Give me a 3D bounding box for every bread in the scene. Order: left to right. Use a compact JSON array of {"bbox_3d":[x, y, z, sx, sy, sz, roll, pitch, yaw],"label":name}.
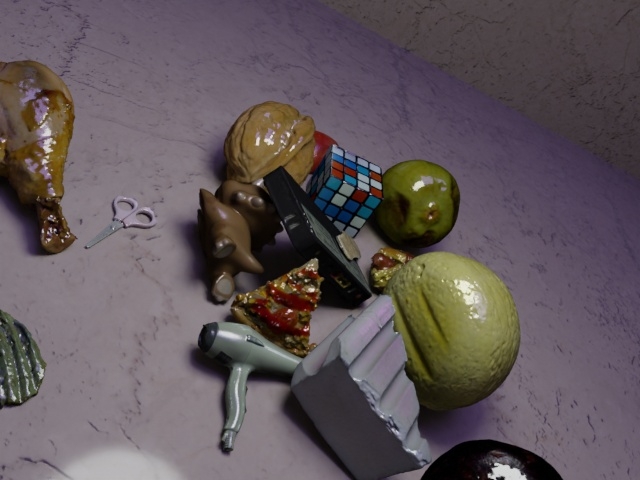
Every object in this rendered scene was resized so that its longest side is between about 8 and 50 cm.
[{"bbox_3d":[0.254,0.181,1.289,0.237,0.320,0.321,18,36,-47],"label":"bread"}]

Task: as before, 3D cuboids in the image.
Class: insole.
[{"bbox_3d":[0.068,0.012,1.485,0.081,0.011,0.248,59,9,2],"label":"insole"}]

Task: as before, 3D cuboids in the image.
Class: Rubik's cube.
[{"bbox_3d":[0.059,-0.129,1.640,0.154,0.151,0.155,25,36,-15],"label":"Rubik's cube"}]

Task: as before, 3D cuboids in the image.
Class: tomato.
[{"bbox_3d":[-0.013,-0.272,1.810,0.174,0.082,0.166,-11,54,-43],"label":"tomato"}]

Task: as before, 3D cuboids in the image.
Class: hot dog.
[{"bbox_3d":[0.215,0.095,1.544,0.213,0.103,0.146,26,35,-14],"label":"hot dog"}]

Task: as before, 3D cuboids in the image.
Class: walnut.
[{"bbox_3d":[-0.122,-0.213,1.536,0.225,0.257,0.257,56,26,-27],"label":"walnut"}]

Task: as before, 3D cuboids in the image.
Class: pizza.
[{"bbox_3d":[-0.060,0.120,1.208,0.188,0.199,0.062,31,9,-8],"label":"pizza"}]

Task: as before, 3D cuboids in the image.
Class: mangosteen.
[{"bbox_3d":[0.281,0.468,1.012,0.287,0.233,0.288,-3,94,-43],"label":"mangosteen"}]

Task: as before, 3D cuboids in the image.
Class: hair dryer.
[{"bbox_3d":[-0.105,0.253,1.135,0.218,0.088,0.225,5,57,-41],"label":"hair dryer"}]

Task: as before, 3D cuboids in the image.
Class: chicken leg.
[{"bbox_3d":[-0.583,-0.154,1.172,0.295,0.182,0.410,-11,70,-35],"label":"chicken leg"}]

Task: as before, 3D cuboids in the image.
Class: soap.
[{"bbox_3d":[0.107,0.273,1.190,0.258,0.159,0.302,51,29,3],"label":"soap"}]

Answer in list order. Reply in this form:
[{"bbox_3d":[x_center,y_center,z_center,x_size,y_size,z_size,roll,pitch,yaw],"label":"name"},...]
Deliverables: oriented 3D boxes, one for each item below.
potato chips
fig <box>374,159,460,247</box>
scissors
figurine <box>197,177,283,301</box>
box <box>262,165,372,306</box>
[{"bbox_3d":[-0.485,0.157,0.963,0.091,0.028,0.208,-10,56,-47],"label":"potato chips"},{"bbox_3d":[0.247,-0.110,1.708,0.239,0.240,0.271,16,16,-25],"label":"fig"},{"bbox_3d":[-0.407,-0.031,1.262,0.100,0.015,0.189,34,37,2],"label":"scissors"},{"bbox_3d":[-0.159,-0.021,1.312,0.172,0.177,0.247,-4,35,-18],"label":"figurine"},{"bbox_3d":[0.000,0.000,1.365,0.350,0.058,0.211,48,14,-54],"label":"box"}]
